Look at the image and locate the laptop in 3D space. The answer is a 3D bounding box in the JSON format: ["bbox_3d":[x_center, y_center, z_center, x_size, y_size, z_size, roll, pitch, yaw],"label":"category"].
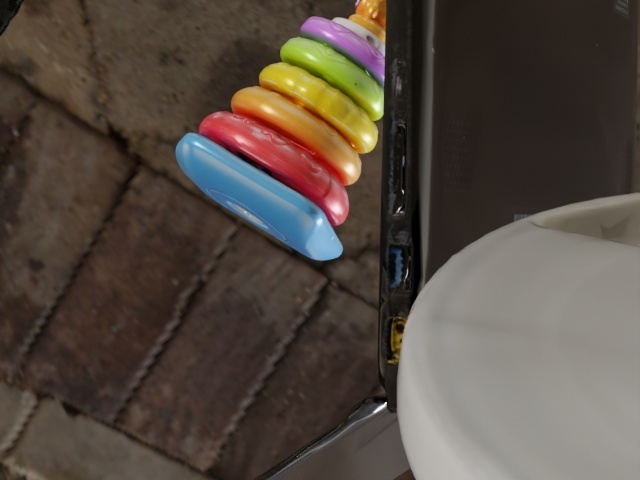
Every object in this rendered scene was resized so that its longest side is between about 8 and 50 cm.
[{"bbox_3d":[0.000,0.000,0.792,0.236,0.382,0.408,1,91,22],"label":"laptop"}]

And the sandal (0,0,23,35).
[{"bbox_3d":[-0.263,-0.020,0.436,0.445,0.107,0.168,-23,135,-21],"label":"sandal"}]

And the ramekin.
[{"bbox_3d":[0.153,0.091,0.477,0.272,0.273,0.127,-7,116,-20],"label":"ramekin"}]

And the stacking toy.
[{"bbox_3d":[0.011,-0.149,1.575,0.165,0.175,0.302,31,83,14],"label":"stacking toy"}]
